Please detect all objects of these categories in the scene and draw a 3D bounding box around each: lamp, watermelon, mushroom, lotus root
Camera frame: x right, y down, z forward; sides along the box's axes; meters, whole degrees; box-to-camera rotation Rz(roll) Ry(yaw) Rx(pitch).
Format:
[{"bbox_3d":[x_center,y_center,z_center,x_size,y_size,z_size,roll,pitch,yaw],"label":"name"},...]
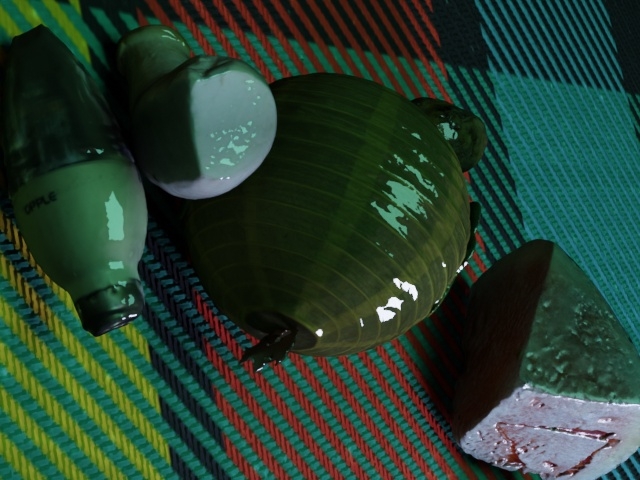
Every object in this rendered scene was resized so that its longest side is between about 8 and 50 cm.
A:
[{"bbox_3d":[0.000,0.000,1.454,0.250,0.250,0.284,51,46,-38],"label":"lamp"},{"bbox_3d":[-0.185,-0.048,1.299,0.101,0.101,0.250,8,59,-60],"label":"lamp"},{"bbox_3d":[0.218,0.137,1.869,0.201,0.213,0.262,-17,72,-32],"label":"watermelon"},{"bbox_3d":[-0.110,-0.099,1.363,0.103,0.270,0.118,-4,104,-19],"label":"mushroom"},{"bbox_3d":[0.132,-0.111,1.912,0.179,0.089,0.081,6,109,-64],"label":"lotus root"}]
